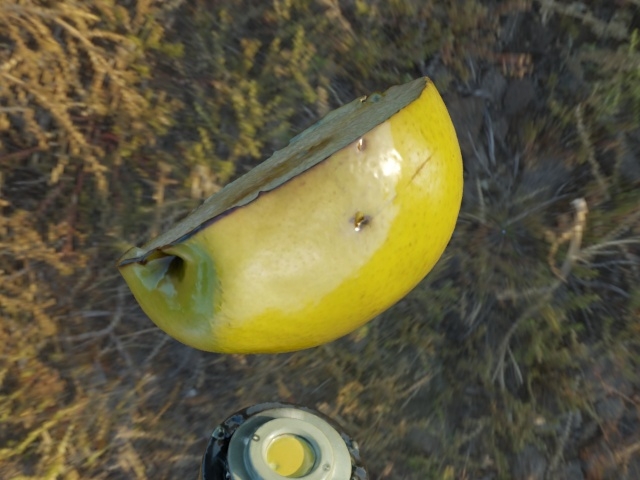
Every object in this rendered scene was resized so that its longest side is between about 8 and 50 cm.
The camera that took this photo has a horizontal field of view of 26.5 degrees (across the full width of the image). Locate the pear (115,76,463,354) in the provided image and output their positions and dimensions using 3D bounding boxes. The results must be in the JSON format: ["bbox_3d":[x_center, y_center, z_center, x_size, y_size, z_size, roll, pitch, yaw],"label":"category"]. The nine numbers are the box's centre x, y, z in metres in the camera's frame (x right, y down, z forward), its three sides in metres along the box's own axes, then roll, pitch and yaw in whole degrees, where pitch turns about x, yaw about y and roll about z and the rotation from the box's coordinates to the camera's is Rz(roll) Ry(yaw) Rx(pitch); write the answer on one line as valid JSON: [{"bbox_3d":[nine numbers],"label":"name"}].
[{"bbox_3d":[0.000,0.000,1.376,0.386,0.340,0.191,-38,101,-35],"label":"pear"}]

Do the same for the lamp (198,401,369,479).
[{"bbox_3d":[-0.048,0.328,1.672,0.205,0.374,0.272,41,123,21],"label":"lamp"}]
